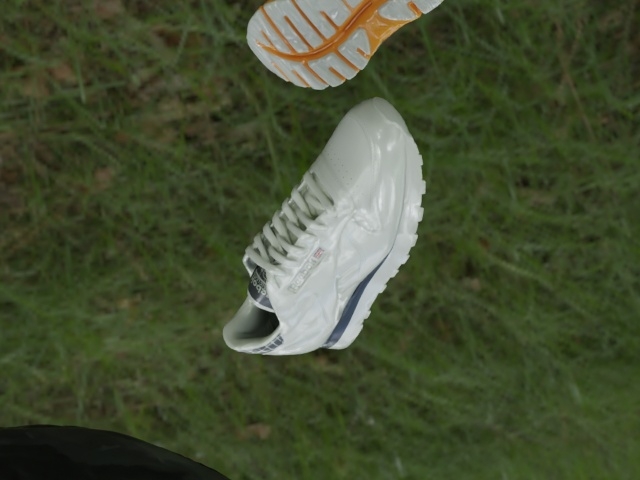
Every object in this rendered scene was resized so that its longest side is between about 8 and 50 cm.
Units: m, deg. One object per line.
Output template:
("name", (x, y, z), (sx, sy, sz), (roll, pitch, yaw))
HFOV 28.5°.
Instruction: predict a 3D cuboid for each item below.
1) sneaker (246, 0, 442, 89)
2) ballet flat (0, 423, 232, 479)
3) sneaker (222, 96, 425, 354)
("sneaker", (0.030, -0.185, 0.951), (0.215, 0.083, 0.084), (-22, 119, 41))
("ballet flat", (-0.081, 0.077, 0.319), (0.173, 0.057, 0.049), (11, 143, -1))
("sneaker", (0.000, 0.000, 0.904), (0.095, 0.090, 0.235), (-4, 133, -27))
